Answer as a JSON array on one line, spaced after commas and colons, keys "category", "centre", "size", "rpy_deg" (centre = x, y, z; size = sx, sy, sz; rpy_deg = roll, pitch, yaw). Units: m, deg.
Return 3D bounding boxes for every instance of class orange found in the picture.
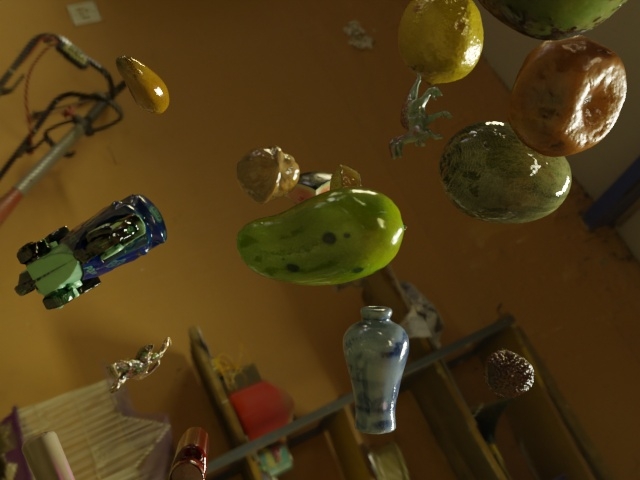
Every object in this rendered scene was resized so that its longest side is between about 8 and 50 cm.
[{"category": "orange", "centre": [0.486, -0.305, 1.383], "size": [0.183, 0.249, 0.249], "rpy_deg": [42, -34, 54]}]

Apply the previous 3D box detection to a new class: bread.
[{"category": "bread", "centre": [0.064, -0.113, 1.781], "size": [0.103, 0.065, 0.187], "rpy_deg": [123, -25, -43]}]

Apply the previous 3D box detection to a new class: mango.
[{"category": "mango", "centre": [0.000, 0.000, 1.153], "size": [0.143, 0.293, 0.175], "rpy_deg": [-86, 160, -44]}, {"category": "mango", "centre": [-0.439, -0.390, 1.679], "size": [0.102, 0.085, 0.184], "rpy_deg": [34, -17, 30]}]

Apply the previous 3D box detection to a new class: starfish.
[{"category": "starfish", "centre": [-0.416, 0.278, 1.549], "size": [0.053, 0.210, 0.150], "rpy_deg": [43, -50, 8]}]

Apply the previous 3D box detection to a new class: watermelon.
[{"category": "watermelon", "centre": [-0.006, -0.160, 1.944], "size": [0.193, 0.145, 0.137], "rpy_deg": [4, -45, 57]}]

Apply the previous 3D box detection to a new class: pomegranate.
[{"category": "pomegranate", "centre": [0.371, -0.422, 0.929], "size": [0.285, 0.341, 0.284], "rpy_deg": [176, -90, -69]}]

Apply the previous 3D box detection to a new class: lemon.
[{"category": "lemon", "centre": [0.316, -0.548, 1.789], "size": [0.228, 0.228, 0.253], "rpy_deg": [-171, -108, -67]}]

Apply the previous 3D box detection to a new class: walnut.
[{"category": "walnut", "centre": [-0.134, -0.163, 1.675], "size": [0.166, 0.167, 0.149], "rpy_deg": [147, -49, -70]}]

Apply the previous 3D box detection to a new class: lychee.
[{"category": "lychee", "centre": [0.468, 0.335, 1.677], "size": [0.129, 0.123, 0.123], "rpy_deg": [19, -51, 43]}]

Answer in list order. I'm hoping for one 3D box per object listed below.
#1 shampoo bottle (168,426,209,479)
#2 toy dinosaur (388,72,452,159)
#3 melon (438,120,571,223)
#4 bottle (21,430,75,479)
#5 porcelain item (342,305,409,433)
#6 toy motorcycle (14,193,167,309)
[{"category": "shampoo bottle", "centre": [-0.245, 0.418, 1.259], "size": [0.260, 0.064, 0.102], "rpy_deg": [139, -34, -79]}, {"category": "toy dinosaur", "centre": [0.221, -0.307, 1.598], "size": [0.053, 0.167, 0.242], "rpy_deg": [68, 8, -60]}, {"category": "melon", "centre": [0.448, -0.162, 1.649], "size": [0.248, 0.329, 0.248], "rpy_deg": [-166, -90, -81]}, {"category": "bottle", "centre": [-0.347, 0.299, 0.870], "size": [0.096, 0.045, 0.045], "rpy_deg": [58, -22, 17]}, {"category": "porcelain item", "centre": [0.115, 0.269, 1.416], "size": [0.141, 0.141, 0.259], "rpy_deg": [-172, -97, -68]}, {"category": "toy motorcycle", "centre": [-0.373, 0.015, 1.103], "size": [0.331, 0.196, 0.125], "rpy_deg": [-22, -81, 42]}]
